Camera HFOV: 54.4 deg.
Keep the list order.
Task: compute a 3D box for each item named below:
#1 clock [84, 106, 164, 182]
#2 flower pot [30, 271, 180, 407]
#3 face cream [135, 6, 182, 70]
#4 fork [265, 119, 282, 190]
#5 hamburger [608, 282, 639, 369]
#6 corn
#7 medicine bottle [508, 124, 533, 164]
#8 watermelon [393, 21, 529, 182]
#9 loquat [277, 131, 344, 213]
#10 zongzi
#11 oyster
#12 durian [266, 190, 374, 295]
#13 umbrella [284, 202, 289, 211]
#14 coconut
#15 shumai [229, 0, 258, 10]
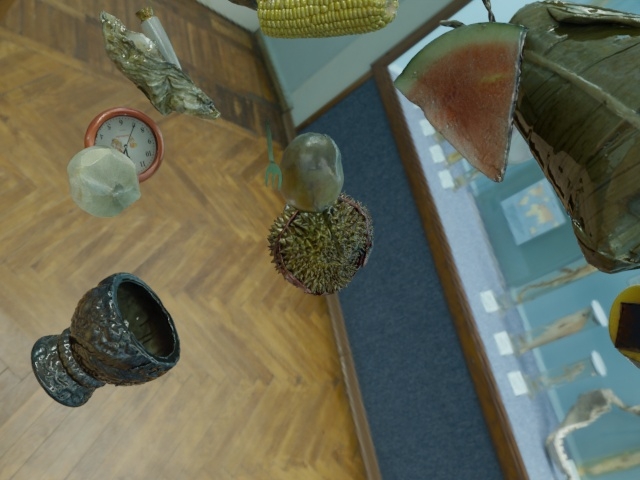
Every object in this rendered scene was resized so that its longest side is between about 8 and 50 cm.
[{"bbox_3d":[-0.511,-0.247,1.631,0.205,0.051,0.205,-1,93,-29],"label":"clock"},{"bbox_3d":[-0.514,0.249,1.476,0.266,0.267,0.266,56,10,-15],"label":"flower pot"},{"bbox_3d":[-0.424,-0.521,1.640,0.051,0.072,0.182,-30,103,-18],"label":"face cream"},{"bbox_3d":[-0.098,-0.178,1.274,0.039,0.235,0.021,11,61,4],"label":"fork"},{"bbox_3d":[0.798,0.206,1.401,0.151,0.227,0.295,13,9,-27],"label":"hamburger"},{"bbox_3d":[0.007,-0.380,1.017,0.093,0.244,0.093,-13,106,-59],"label":"corn"},{"bbox_3d":[0.447,-0.365,1.570,0.202,0.202,0.316,8,42,-50],"label":"medicine bottle"},{"bbox_3d":[0.224,-0.184,0.809,0.136,0.207,0.202,-26,83,-32],"label":"watermelon"},{"bbox_3d":[-0.025,-0.178,1.642,0.179,0.179,0.227,-74,165,-48],"label":"loquat"},{"bbox_3d":[0.460,-0.265,0.808,0.218,0.467,0.500,10,50,-44],"label":"zongzi"},{"bbox_3d":[-0.387,-0.387,1.441,0.341,0.110,0.166,44,5,-23],"label":"oyster"},{"bbox_3d":[0.003,-0.004,1.924,0.347,0.348,0.384,60,8,3],"label":"durian"},{"bbox_3d":[-0.035,-0.091,2.445,0.071,0.224,0.080,83,25,-65],"label":"umbrella"},{"bbox_3d":[-0.492,-0.134,1.416,0.161,0.162,0.161,-11,109,-35],"label":"coconut"},{"bbox_3d":[-0.080,-0.512,1.181,0.184,0.218,0.185,31,1,16],"label":"shumai"}]
